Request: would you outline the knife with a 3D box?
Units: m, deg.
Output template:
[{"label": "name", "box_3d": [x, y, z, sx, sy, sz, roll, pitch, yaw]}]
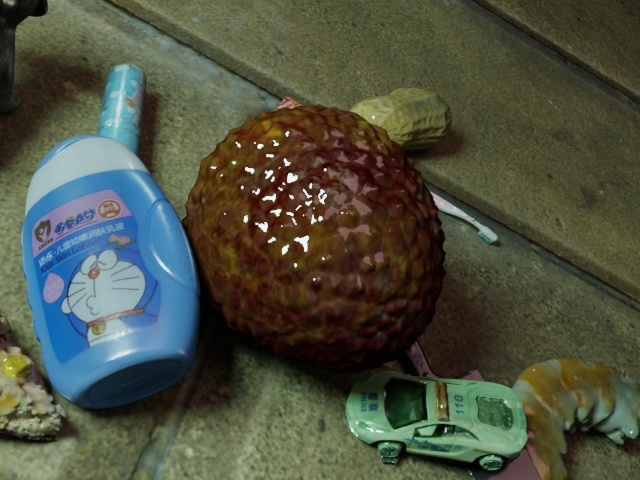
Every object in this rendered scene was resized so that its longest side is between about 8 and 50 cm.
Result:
[{"label": "knife", "box_3d": [0.152, 0.173, 0.867, 0.072, 0.019, 0.245, -25, 65, -14]}]

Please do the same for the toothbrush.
[{"label": "toothbrush", "box_3d": [0.159, -0.058, 1.111, 0.204, 0.022, 0.017, 35, 56, -1]}]

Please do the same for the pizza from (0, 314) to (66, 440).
[{"label": "pizza", "box_3d": [-0.275, 0.087, 0.620, 0.195, 0.052, 0.185, 40, 20, -15]}]

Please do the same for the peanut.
[{"label": "peanut", "box_3d": [0.111, -0.171, 1.135, 0.194, 0.083, 0.093, -10, 72, -42]}]

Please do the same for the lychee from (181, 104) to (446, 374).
[{"label": "lychee", "box_3d": [0.000, 0.000, 0.780, 0.260, 0.260, 0.260, 20, 43, -19]}]

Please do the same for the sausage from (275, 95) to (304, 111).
[{"label": "sausage", "box_3d": [0.037, -0.092, 1.018, 0.234, 0.071, 0.071, 32, 40, -5]}]

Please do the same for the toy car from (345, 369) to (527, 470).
[{"label": "toy car", "box_3d": [0.118, 0.175, 0.809, 0.186, 0.058, 0.093, 9, 49, -6]}]

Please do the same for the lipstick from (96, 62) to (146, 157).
[{"label": "lipstick", "box_3d": [-0.220, -0.132, 0.890, 0.048, 0.048, 0.158, 16, 44, -23]}]

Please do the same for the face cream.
[{"label": "face cream", "box_3d": [-0.192, 0.012, 0.722, 0.149, 0.083, 0.264, -22, 59, -3]}]

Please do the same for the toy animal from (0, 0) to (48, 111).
[{"label": "toy animal", "box_3d": [-0.347, -0.177, 0.761, 0.121, 0.168, 0.233, 25, 55, -14]}]

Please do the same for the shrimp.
[{"label": "shrimp", "box_3d": [0.285, 0.225, 0.896, 0.185, 0.068, 0.287, 35, 42, 2]}]
